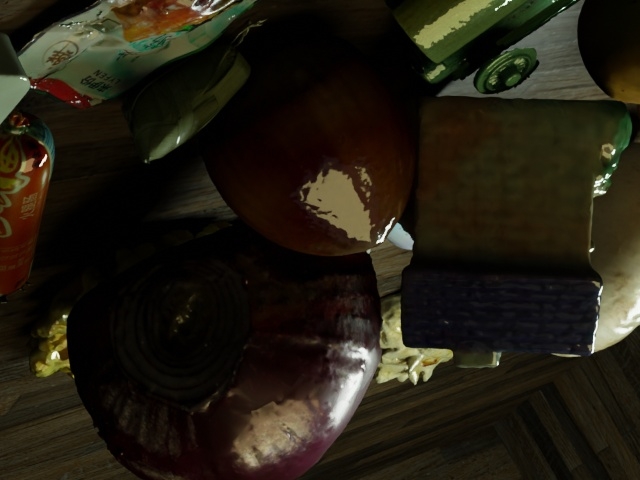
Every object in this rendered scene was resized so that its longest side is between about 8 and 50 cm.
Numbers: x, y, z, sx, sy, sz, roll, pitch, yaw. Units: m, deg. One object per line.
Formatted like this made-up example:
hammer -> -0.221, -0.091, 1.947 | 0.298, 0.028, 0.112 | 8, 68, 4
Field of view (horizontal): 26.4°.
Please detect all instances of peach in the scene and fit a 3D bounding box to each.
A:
peach -> 0.378, -0.251, 1.401 | 0.251, 0.153, 0.251 | -41, -160, 18

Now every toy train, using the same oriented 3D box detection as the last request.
toy train -> 0.202, -0.251, 1.255 | 0.307, 0.126, 0.189 | -34, 162, 16

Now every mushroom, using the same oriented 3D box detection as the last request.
mushroom -> 0.460, 0.032, 2.079 | 0.362, 0.295, 0.362 | -56, -176, 5

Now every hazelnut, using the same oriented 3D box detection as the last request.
hazelnut -> -0.006, -0.079, 1.282 | 0.208, 0.208, 0.208 | -26, 162, -9

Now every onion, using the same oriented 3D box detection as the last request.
onion -> -0.084, 0.128, 1.406 | 0.337, 0.260, 0.282 | -22, 166, 1

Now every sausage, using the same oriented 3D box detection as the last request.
sausage -> -0.278, -0.039, 1.201 | 0.083, 0.083, 0.264 | -20, 159, -27

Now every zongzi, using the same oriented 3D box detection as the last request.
zongzi -> -0.095, -0.126, 1.174 | 0.154, 0.062, 0.130 | -30, -156, 2

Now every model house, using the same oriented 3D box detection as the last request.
model house -> 0.194, -0.012, 1.460 | 0.245, 0.280, 0.312 | 2, -174, 5

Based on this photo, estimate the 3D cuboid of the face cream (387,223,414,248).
face cream -> 0.105, -0.034, 1.793 | 0.075, 0.075, 0.229 | -31, 162, 8

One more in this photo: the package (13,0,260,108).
package -> -0.136, -0.175, 1.095 | 0.232, 0.040, 0.166 | -32, 163, 14

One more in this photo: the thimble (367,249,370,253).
thimble -> 0.000, 0.000, 1.708 | 0.102, 0.090, 0.115 | -22, 160, -31

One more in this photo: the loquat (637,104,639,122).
loquat -> 0.560, -0.181, 1.706 | 0.328, 0.328, 0.328 | -26, 162, -9

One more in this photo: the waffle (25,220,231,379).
waffle -> -0.210, 0.076, 1.633 | 0.325, 0.068, 0.302 | -7, 152, -46

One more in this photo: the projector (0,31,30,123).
projector -> -0.376, -0.064, 0.965 | 0.257, 0.079, 0.259 | -40, 159, 33

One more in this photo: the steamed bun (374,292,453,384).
steamed bun -> 0.195, 0.152, 2.358 | 0.295, 0.137, 0.292 | -17, 156, -28
